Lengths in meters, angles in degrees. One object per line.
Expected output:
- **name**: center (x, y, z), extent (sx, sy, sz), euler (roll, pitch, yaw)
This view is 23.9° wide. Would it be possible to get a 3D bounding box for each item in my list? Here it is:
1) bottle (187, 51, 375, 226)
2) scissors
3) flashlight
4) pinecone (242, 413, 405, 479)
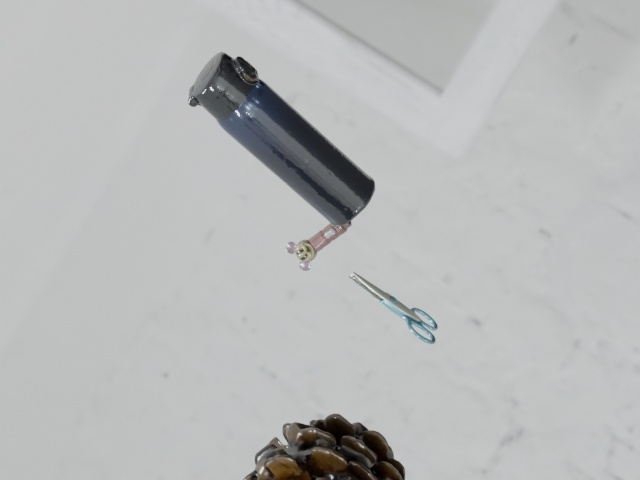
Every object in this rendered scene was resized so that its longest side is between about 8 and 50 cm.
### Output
- **bottle**: center (-0.041, -0.115, 1.702), extent (0.244, 0.082, 0.072), euler (39, -149, -26)
- **scissors**: center (0.081, 0.072, 1.671), extent (0.119, 0.014, 0.058), euler (35, -154, -9)
- **flashlight**: center (0.000, 0.000, 2.242), extent (0.052, 0.110, 0.031), euler (53, -158, -1)
- **pinecone**: center (-0.002, 0.286, 1.580), extent (0.179, 0.204, 0.184), euler (49, 147, -8)
